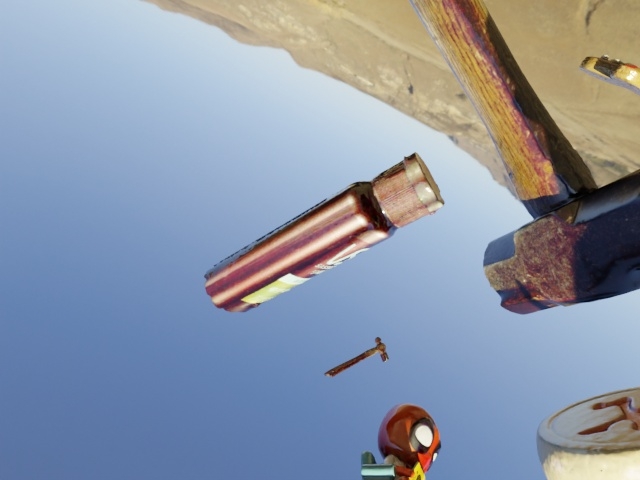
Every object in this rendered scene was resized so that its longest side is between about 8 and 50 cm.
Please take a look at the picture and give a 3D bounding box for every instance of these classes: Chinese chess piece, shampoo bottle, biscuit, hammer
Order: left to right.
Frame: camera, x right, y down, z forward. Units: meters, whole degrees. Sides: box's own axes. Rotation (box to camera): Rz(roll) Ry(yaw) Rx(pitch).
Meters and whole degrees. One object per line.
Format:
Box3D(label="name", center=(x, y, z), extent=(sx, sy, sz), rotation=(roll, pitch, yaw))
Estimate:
Box3D(label="shampoo bottle", center=(0.000, 0.000, 0.537), extent=(0.129, 0.323, 0.084), rotation=(10, -125, -62))
Box3D(label="hammer", center=(0.092, 0.306, 1.019), extent=(0.179, 0.021, 0.065), rotation=(-20, -104, -22))
Box3D(label="hammer", center=(0.182, -0.127, 0.404), extent=(0.096, 0.242, 0.408), rotation=(-25, -99, -15))
Box3D(label="Chinese chess piece", center=(0.549, 0.354, 0.677), extent=(0.338, 0.338, 0.140), rotation=(-3, -110, -51))
Box3D(label="biscuit", center=(0.672, -0.318, 0.822), extent=(0.197, 0.049, 0.301), rotation=(4, -147, -37))

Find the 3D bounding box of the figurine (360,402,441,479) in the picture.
Box3D(label="figurine", center=(0.084, 0.230, 0.424), extent=(0.140, 0.075, 0.068), rotation=(-47, -60, -60))
